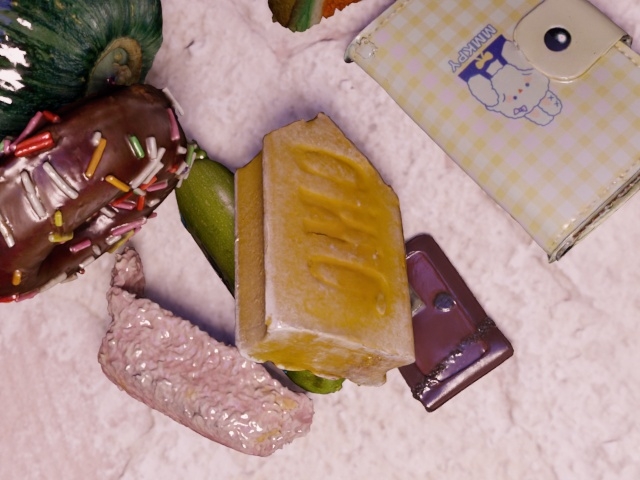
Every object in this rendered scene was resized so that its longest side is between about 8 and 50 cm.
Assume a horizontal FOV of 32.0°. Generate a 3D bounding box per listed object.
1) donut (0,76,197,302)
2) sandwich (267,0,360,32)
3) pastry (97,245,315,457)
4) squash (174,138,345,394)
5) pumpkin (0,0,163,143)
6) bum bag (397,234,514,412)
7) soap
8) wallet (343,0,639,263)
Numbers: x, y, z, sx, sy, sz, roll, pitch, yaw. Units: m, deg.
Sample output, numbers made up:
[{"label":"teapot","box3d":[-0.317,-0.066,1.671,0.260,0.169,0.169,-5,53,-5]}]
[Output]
[{"label":"donut","box3d":[-0.233,-0.041,1.050,0.270,0.270,0.103,-41,84,-1]},{"label":"sandwich","box3d":[0.033,-0.307,1.165,0.160,0.185,0.109,-4,62,-27]},{"label":"pastry","box3d":[-0.133,0.127,1.104,0.265,0.103,0.112,37,69,20]},{"label":"squash","box3d":[-0.072,0.013,1.130,0.087,0.087,0.331,-35,73,0]},{"label":"pumpkin","box3d":[-0.330,-0.191,1.099,0.263,0.197,0.293,34,112,10]},{"label":"bum bag","box3d":[0.107,0.080,1.120,0.109,0.026,0.159,-33,70,1]},{"label":"soap","box3d":[0.000,0.000,1.069,0.160,0.080,0.257,16,53,-28]},{"label":"wallet","box3d":[0.205,-0.155,1.132,0.223,0.077,0.309,-43,74,2]}]
